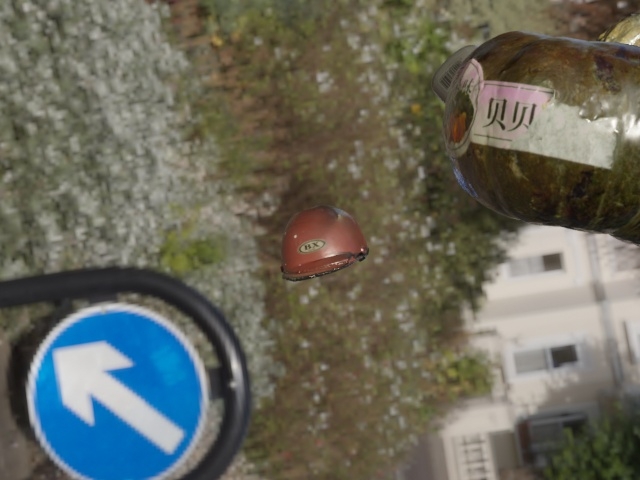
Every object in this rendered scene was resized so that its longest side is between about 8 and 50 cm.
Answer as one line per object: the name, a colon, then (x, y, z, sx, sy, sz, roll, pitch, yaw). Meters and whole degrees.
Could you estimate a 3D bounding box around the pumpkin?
pumpkin: (0.232, -0.102, 0.985, 0.260, 0.260, 0.189, -54, 159, -79)

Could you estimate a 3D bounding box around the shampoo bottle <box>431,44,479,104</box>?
shampoo bottle: (0.202, -0.167, 1.427, 0.040, 0.080, 0.165, 37, 14, -50)

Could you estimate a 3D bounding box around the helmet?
helmet: (0.000, -0.001, 0.847, 0.084, 0.065, 0.049, -22, 99, -82)
